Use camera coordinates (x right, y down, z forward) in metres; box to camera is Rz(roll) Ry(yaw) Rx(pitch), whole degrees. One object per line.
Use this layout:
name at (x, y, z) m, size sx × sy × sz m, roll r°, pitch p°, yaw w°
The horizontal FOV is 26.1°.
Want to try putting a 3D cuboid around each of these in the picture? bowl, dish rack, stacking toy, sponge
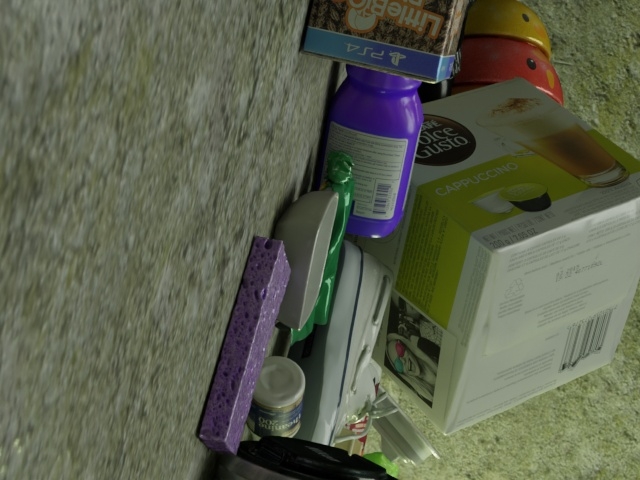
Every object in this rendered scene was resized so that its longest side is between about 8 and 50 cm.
bowl at (-0.024, 0.016, 1.544) m, size 0.142 × 0.053 × 0.142 m, roll -57°, pitch 160°, yaw -69°
dish rack at (0.091, 0.284, 2.381) m, size 0.072 × 0.285 × 0.333 m, roll -42°, pitch 171°, yaw -1°
stacking toy at (0.304, -0.319, 2.482) m, size 0.350 × 0.350 × 0.480 m, roll 74°, pitch 19°, yaw -77°
sponge at (-0.075, 0.109, 1.395) m, size 0.117 × 0.031 × 0.210 m, roll 83°, pitch 22°, yaw -73°

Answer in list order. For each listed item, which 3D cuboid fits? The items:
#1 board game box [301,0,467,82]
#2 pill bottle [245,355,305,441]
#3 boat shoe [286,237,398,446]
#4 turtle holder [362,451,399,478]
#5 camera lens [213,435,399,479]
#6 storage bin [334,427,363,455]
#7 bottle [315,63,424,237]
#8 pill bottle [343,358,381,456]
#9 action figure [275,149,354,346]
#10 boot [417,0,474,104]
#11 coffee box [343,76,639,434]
board game box at (0.094, -0.322, 1.443) m, size 0.232 × 0.141 × 0.291 m, roll -45°, pitch 148°, yaw -78°
pill bottle at (-0.054, 0.193, 1.599) m, size 0.120 × 0.067 × 0.067 m, roll 96°, pitch 10°, yaw -51°
boat shoe at (0.031, 0.189, 1.810) m, size 0.136 × 0.156 × 0.367 m, roll -21°, pitch -130°, yaw 52°
turtle holder at (0.034, 0.472, 2.249) m, size 0.320 × 0.227 × 0.243 m, roll 20°, pitch 83°, yaw -83°
camera lens at (-0.029, 0.362, 1.486) m, size 0.219 × 0.219 × 0.274 m, roll 17°, pitch 86°, yaw -84°
storage bin at (-0.032, 0.385, 1.972) m, size 0.262 × 0.123 × 0.260 m, roll 74°, pitch 31°, yaw -78°
bottle at (0.066, -0.143, 1.696) m, size 0.092 × 0.118 × 0.283 m, roll -65°, pitch 166°, yaw -58°
pill bottle at (0.029, 0.238, 2.177) m, size 0.121 × 0.121 × 0.221 m, roll -54°, pitch 157°, yaw -74°
action figure at (0.000, 0.000, 1.672) m, size 0.137 × 0.063 × 0.232 m, roll -53°, pitch 160°, yaw -70°
boot at (0.168, -0.269, 2.182) m, size 0.260 × 0.131 × 0.348 m, roll 111°, pitch -11°, yaw -48°
coffee box at (0.239, 0.009, 2.018) m, size 0.337 × 0.334 × 0.338 m, roll -18°, pitch 134°, yaw -30°
